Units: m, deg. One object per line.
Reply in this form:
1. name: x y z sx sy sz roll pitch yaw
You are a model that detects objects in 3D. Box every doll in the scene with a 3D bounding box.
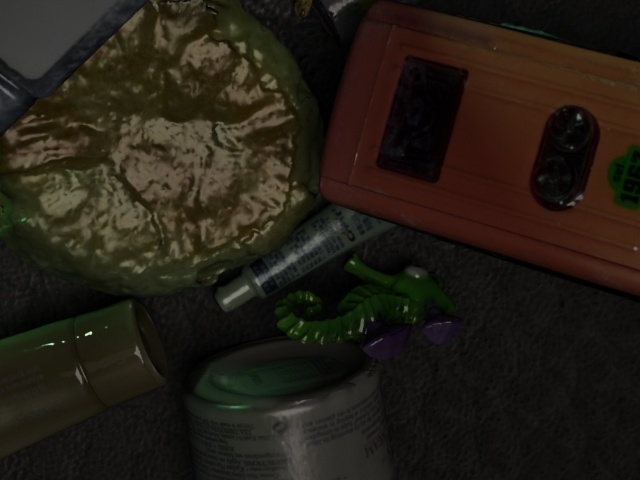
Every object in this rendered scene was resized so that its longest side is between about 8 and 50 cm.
1. doll: 0.043 0.058 1.535 0.190 0.115 0.050 -16 134 -41

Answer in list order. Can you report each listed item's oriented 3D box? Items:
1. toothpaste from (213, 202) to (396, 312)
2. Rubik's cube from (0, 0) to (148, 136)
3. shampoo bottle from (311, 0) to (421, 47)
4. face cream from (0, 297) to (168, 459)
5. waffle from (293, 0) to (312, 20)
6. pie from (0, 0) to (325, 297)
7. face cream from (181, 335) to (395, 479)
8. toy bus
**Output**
1. toothpaste: 0.000 0.000 1.554 0.216 0.037 0.062 -33 108 -6
2. Rubik's cube: -0.283 -0.262 1.221 0.316 0.318 0.313 39 120 -20
3. shampoo bottle: 0.092 -0.244 1.484 0.214 0.072 0.072 -31 110 -2
4. face cream: -0.302 0.146 1.513 0.341 0.084 0.137 -21 112 7
5. waffle: -0.029 -0.268 1.443 0.097 0.023 0.153 24 75 -18
6. pie: -0.147 -0.085 1.476 0.306 0.071 0.306 -4 109 -13
7. face cream: -0.026 0.179 1.525 0.177 0.177 0.153 -10 108 -9
8. toy bus: 0.228 -0.058 1.391 0.427 0.233 0.203 17 95 23
